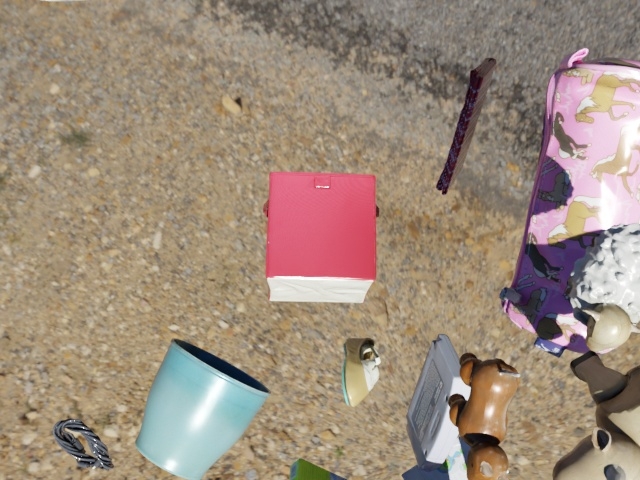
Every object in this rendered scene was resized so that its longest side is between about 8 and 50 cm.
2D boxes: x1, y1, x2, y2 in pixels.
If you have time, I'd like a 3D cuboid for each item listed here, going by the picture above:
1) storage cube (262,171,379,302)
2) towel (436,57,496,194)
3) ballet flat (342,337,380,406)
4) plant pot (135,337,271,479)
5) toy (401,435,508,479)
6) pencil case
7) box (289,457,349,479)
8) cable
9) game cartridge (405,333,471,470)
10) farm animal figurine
[{"bbox_3d":[0.000,0.000,1.190,0.214,0.184,0.193,3,72,-3],"label":"storage cube"},{"bbox_3d":[0.320,-0.254,1.439,0.031,0.199,0.275,21,120,15],"label":"towel"},{"bbox_3d":[0.080,0.243,1.278,0.073,0.232,0.080,-12,106,5],"label":"ballet flat"},{"bbox_3d":[-0.295,0.409,1.557,0.271,0.272,0.255,26,82,17],"label":"plant pot"},{"bbox_3d":[0.344,0.596,1.691,0.237,0.056,0.137,-33,75,0],"label":"toy"},{"bbox_3d":[0.353,-0.046,0.863,0.160,0.167,0.386,30,119,51],"label":"pencil case"},{"bbox_3d":[0.012,0.567,1.455,0.042,0.178,0.109,-46,24,32],"label":"box"},{"bbox_3d":[-0.581,0.507,1.615,0.150,0.185,0.047,14,41,25],"label":"cable"},{"bbox_3d":[0.284,0.404,1.606,0.062,0.297,0.198,5,29,-15],"label":"game cartridge"},{"bbox_3d":[0.301,0.197,0.611,0.330,0.172,0.327,39,98,-6],"label":"farm animal figurine"}]
